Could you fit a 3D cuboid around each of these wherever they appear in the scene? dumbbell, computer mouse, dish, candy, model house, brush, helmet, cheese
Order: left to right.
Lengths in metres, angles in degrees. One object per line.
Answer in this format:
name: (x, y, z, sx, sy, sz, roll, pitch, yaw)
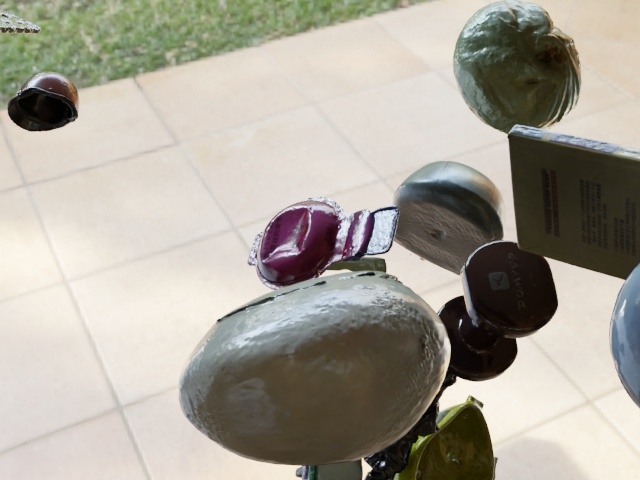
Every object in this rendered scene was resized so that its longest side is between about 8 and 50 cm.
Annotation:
helmet: (-0.301, -0.158, 1.011, 0.084, 0.065, 0.049, -12, 57, 25)
model house: (-0.010, 0.311, 1.161, 0.100, 0.087, 0.101, -26, 48, 40)
candy: (-0.005, 0.142, 0.954, 0.295, 0.295, 0.185, -15, 77, -16)
cheese: (0.000, 0.000, 1.253, 0.244, 0.062, 0.155, -9, 54, 35)
brush: (0.040, 0.041, 1.734, 0.178, 0.033, 0.030, 2, 18, 17)
dish: (0.183, 0.384, 1.530, 0.108, 0.221, 0.262, 2, 28, 39)
computer mouse: (0.216, -0.044, 1.554, 0.188, 0.371, 0.122, 30, 72, 5)
dumbbell: (0.243, 0.105, 1.311, 0.123, 0.225, 0.141, -3, 62, -9)

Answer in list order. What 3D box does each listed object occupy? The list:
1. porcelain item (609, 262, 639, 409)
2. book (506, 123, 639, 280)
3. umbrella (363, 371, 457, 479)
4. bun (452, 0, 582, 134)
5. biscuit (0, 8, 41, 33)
porcelain item: (0.277, 0.069, 0.665, 0.141, 0.141, 0.259, 11, -2, 15)
book: (0.303, -0.027, 0.946, 0.230, 0.161, 0.026, 19, 47, 36)
umbrella: (0.136, 0.291, 1.412, 0.080, 0.071, 0.224, 22, 80, 56)
bun: (0.282, -0.246, 1.279, 0.195, 0.118, 0.196, 4, 77, -20)
biscuit: (-0.487, -0.292, 1.175, 0.139, 0.016, 0.231, 26, 22, 21)
